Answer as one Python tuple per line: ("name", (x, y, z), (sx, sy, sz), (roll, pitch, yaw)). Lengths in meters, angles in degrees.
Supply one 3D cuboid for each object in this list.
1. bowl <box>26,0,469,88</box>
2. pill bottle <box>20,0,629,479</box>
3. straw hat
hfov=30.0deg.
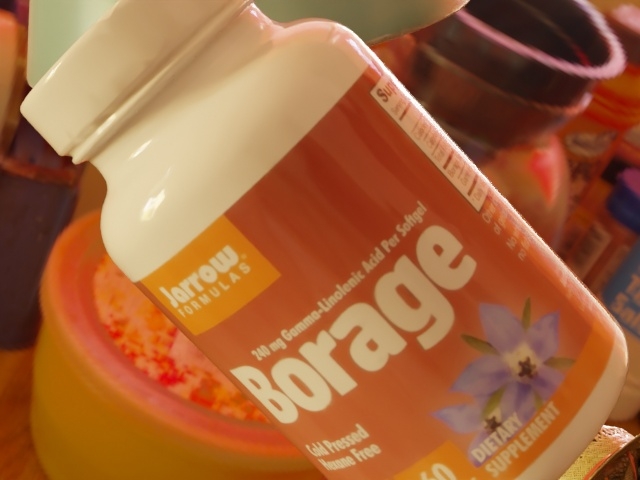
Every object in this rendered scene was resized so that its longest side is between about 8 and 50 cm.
("bowl", (-0.064, -0.217, 0.801), (0.311, 0.163, 0.311), (-11, 19, 4))
("pill bottle", (0.000, 0.000, 0.436), (0.216, 0.121, 0.121), (46, 30, -9))
("straw hat", (0.155, 0.134, 0.679), (0.144, 0.144, 0.061), (-1, 31, -39))
